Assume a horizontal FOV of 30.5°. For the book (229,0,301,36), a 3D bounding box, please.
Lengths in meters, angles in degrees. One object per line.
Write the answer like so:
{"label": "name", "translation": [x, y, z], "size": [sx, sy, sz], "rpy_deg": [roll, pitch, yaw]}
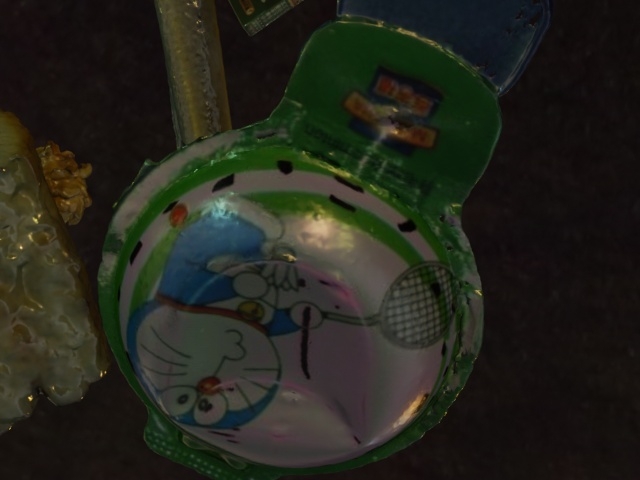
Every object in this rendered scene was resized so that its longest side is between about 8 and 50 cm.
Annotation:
{"label": "book", "translation": [-0.017, -0.401, 1.574], "size": [0.264, 0.202, 0.027], "rpy_deg": [-34, 133, 7]}

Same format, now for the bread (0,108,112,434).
{"label": "bread", "translation": [-0.405, 0.055, 1.001], "size": [0.395, 0.264, 0.239], "rpy_deg": [-27, 122, -15]}

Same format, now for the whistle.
{"label": "whistle", "translation": [-0.136, -0.224, 1.203], "size": [0.067, 0.057, 0.327], "rpy_deg": [-3, 100, 25]}

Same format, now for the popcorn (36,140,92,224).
{"label": "popcorn", "translation": [-0.254, -0.053, 1.113], "size": [0.082, 0.057, 0.083], "rpy_deg": [14, 104, 47]}

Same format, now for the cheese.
{"label": "cheese", "translation": [0.000, 0.000, 0.588], "size": [0.203, 0.083, 0.321], "rpy_deg": [26, 115, -4]}
